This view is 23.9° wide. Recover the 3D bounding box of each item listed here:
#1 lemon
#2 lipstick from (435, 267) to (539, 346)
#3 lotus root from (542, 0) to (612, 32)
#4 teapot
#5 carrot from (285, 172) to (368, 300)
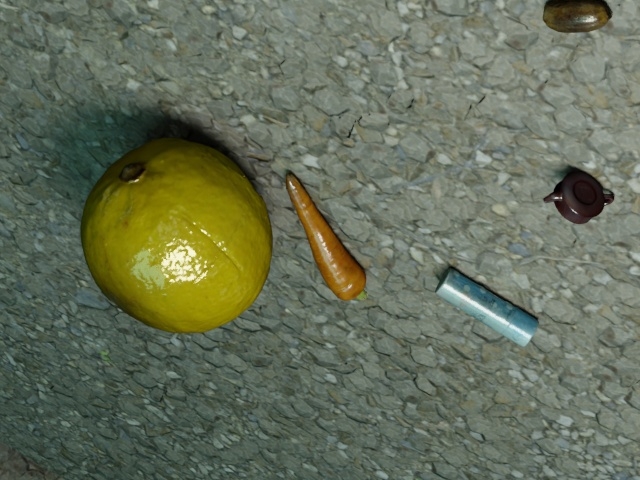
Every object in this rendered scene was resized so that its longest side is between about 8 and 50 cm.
[{"bbox_3d":[-0.213,-0.005,2.268,0.297,0.297,0.297,19,143,14],"label":"lemon"},{"bbox_3d":[0.249,0.100,2.274,0.158,0.048,0.048,31,145,-3],"label":"lipstick"},{"bbox_3d":[0.302,-0.267,1.799,0.083,0.030,0.037,2,135,31],"label":"lotus root"},{"bbox_3d":[0.343,-0.054,2.008,0.100,0.067,0.045,3,156,-24],"label":"teapot"},{"bbox_3d":[0.000,0.000,2.316,0.061,0.061,0.256,-7,128,40],"label":"carrot"}]
